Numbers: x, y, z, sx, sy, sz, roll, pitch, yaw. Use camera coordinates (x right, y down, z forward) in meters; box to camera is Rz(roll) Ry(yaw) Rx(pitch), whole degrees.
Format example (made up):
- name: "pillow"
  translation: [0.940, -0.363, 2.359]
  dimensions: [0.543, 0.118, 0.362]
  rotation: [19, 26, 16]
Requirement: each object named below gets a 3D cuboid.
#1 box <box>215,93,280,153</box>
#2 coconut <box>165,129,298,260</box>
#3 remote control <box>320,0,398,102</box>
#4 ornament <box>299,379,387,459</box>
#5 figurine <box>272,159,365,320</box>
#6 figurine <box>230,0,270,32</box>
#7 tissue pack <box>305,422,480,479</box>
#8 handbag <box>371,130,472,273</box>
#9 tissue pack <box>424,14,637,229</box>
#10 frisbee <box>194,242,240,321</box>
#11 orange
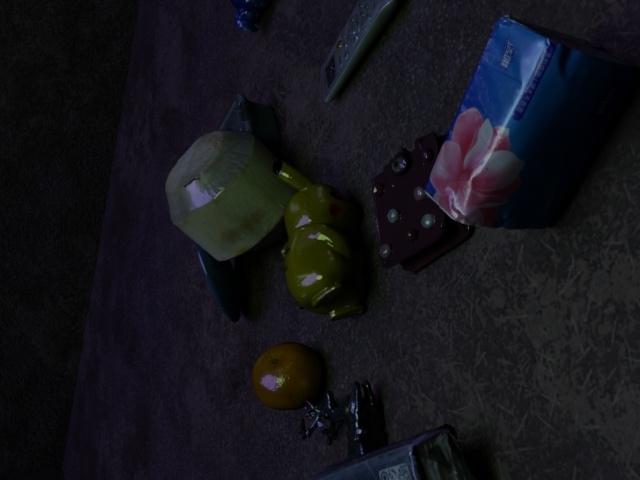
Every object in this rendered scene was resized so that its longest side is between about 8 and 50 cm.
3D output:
- name: "box"
  translation: [-0.209, -0.265, 1.983]
  dimensions: [0.227, 0.130, 0.162]
  rotation: [-53, 42, 43]
- name: "coconut"
  translation: [-0.204, -0.106, 1.805]
  dimensions: [0.323, 0.323, 0.323]
  rotation: [-18, 69, 58]
- name: "remote control"
  translation: [0.085, -0.432, 1.587]
  dimensions: [0.313, 0.055, 0.109]
  rotation: [128, 144, -49]
- name: "ornament"
  translation: [0.039, 0.395, 1.477]
  dimensions: [0.236, 0.080, 0.202]
  rotation: [-29, 64, 53]
- name: "figurine"
  translation: [0.001, 0.007, 1.540]
  dimensions: [0.169, 0.218, 0.326]
  rotation: [-11, 61, 17]
- name: "figurine"
  translation: [-0.183, -0.711, 2.034]
  dimensions: [0.164, 0.121, 0.262]
  rotation: [43, 119, 59]
- name: "tissue pack"
  translation: [0.124, 0.472, 1.215]
  dimensions: [0.361, 0.122, 0.259]
  rotation: [-42, 68, 50]
- name: "handbag"
  translation: [0.172, -0.069, 1.337]
  dimensions: [0.203, 0.074, 0.216]
  rotation: [-37, 53, 51]
- name: "tissue pack"
  translation: [0.290, -0.151, 1.023]
  dimensions: [0.137, 0.209, 0.269]
  rotation: [46, 123, 43]
- name: "frisbee"
  translation: [-0.258, 0.076, 1.955]
  dimensions: [0.289, 0.049, 0.289]
  rotation: [-22, -90, -88]
- name: "orange"
  translation: [-0.070, 0.301, 1.622]
  dimensions: [0.159, 0.159, 0.136]
  rotation: [49, 170, 52]
